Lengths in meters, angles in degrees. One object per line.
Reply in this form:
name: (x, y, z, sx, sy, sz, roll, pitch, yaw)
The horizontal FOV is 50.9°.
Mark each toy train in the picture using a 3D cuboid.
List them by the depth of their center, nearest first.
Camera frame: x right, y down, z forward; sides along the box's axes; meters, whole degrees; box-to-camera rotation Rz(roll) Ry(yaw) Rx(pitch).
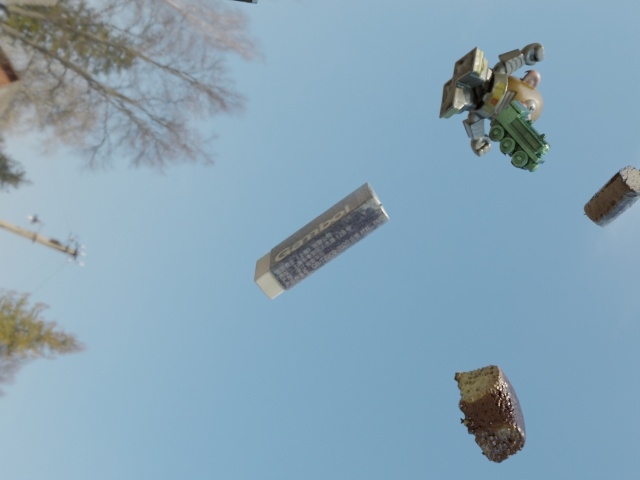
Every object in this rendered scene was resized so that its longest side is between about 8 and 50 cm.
toy train: (0.487, -0.249, 1.636, 0.111, 0.071, 0.170, -47, -117, 28)

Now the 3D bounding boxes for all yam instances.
yam: (0.655, -0.096, 1.498, 0.141, 0.079, 0.079, 122, -27, -51)

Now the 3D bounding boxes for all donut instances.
donut: (0.392, 0.382, 1.531, 0.126, 0.144, 0.186, -38, -157, 35)

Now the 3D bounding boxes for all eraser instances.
eraser: (0.000, 0.000, 0.990, 0.213, 0.046, 0.092, -35, -164, 9)

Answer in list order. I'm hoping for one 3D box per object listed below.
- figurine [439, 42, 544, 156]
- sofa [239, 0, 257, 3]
figurine: (0.510, -0.415, 1.945, 0.342, 0.285, 0.167, 128, -28, -46)
sofa: (-0.212, -0.586, 1.518, 0.060, 0.147, 0.085, -69, 166, -69)
